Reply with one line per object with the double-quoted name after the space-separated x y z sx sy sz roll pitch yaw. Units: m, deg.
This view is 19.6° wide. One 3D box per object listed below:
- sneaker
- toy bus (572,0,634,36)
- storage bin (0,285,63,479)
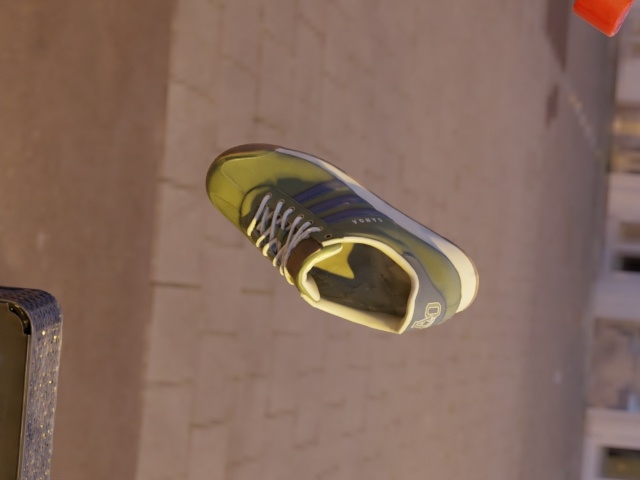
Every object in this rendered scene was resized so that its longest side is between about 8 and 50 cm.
0.000 0.000 1.151 0.086 0.192 0.064 -34 148 -60 "sneaker"
0.245 -0.191 1.098 0.104 0.191 0.202 -48 139 -31 "toy bus"
-0.273 0.126 1.420 0.084 0.122 0.180 -25 121 -81 "storage bin"
